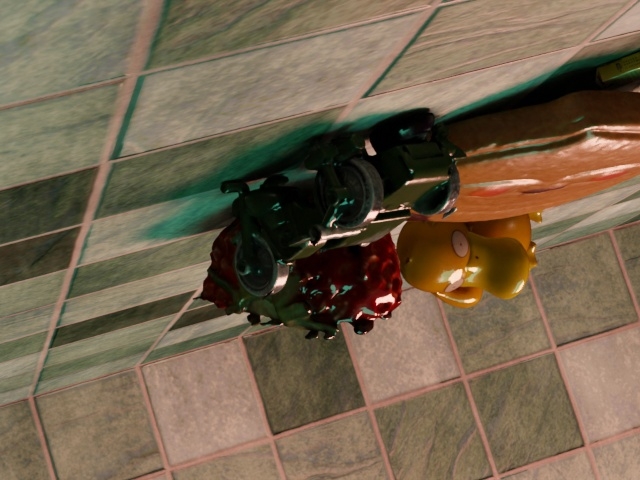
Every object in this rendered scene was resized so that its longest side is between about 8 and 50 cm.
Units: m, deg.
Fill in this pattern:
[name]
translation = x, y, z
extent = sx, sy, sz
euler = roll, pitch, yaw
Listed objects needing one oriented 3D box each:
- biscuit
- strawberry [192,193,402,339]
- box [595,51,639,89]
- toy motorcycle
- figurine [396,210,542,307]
[biscuit]
translation = 0.268, -0.095, 1.763
extent = 0.350, 0.078, 0.455
euler = -10, 170, -11
[strawberry]
translation = 0.007, 0.006, 1.765
extent = 0.280, 0.150, 0.253
euler = -20, -152, -37
[box]
translation = 0.380, -0.204, 1.588
extent = 0.149, 0.020, 0.073
euler = -20, 173, 16
[toy motorcycle]
translation = 0.025, -0.046, 1.577
extent = 0.205, 0.127, 0.275
euler = -11, 163, -45
[figurine]
translation = 0.226, 0.002, 2.136
extent = 0.215, 0.215, 0.228
euler = -22, -166, 26
